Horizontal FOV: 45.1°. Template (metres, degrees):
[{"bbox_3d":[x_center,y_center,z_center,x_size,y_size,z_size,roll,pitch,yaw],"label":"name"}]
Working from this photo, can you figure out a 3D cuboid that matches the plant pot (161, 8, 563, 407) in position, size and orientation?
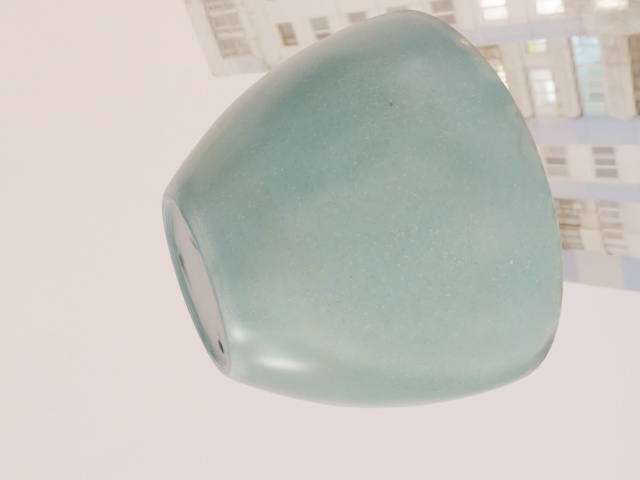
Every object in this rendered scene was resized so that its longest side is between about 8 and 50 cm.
[{"bbox_3d":[0.000,0.000,0.557,0.195,0.290,0.290,-18,-70,-19],"label":"plant pot"}]
